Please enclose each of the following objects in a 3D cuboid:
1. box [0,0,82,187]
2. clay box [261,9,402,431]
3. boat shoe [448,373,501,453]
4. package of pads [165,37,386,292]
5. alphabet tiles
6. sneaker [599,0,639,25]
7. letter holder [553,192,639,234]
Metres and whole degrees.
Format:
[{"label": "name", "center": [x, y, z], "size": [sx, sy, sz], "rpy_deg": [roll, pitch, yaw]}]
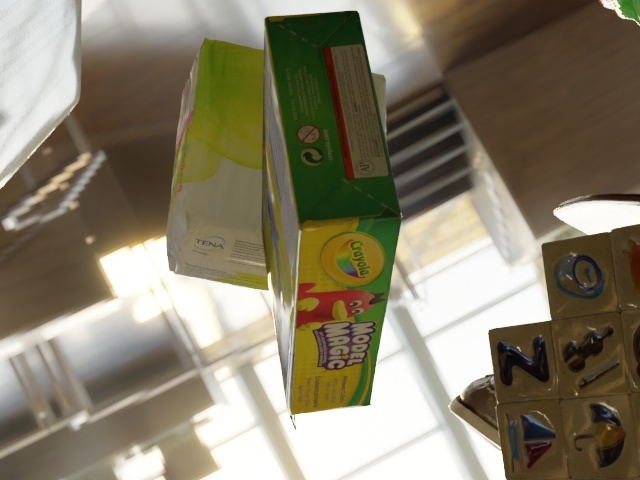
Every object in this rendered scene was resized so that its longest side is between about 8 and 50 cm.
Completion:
[{"label": "box", "center": [-0.228, -0.103, 0.669], "size": [0.181, 0.119, 0.182], "rpy_deg": [9, -153, 7]}, {"label": "clay box", "center": [0.000, 0.000, 0.725], "size": [0.053, 0.127, 0.222], "rpy_deg": [-6, 148, -6]}, {"label": "boat shoe", "center": [0.219, 0.165, 1.355], "size": [0.096, 0.116, 0.324], "rpy_deg": [-53, 156, 7]}, {"label": "package of pads", "center": [-0.046, -0.079, 1.488], "size": [0.229, 0.296, 0.101], "rpy_deg": [10, 139, -12]}, {"label": "alphabet tiles", "center": [0.261, 0.124, 0.898], "size": [0.343, 0.285, 0.011], "rpy_deg": [-12, 172, 41]}, {"label": "sneaker", "center": [0.194, -0.206, 0.308], "size": [0.202, 0.185, 0.482], "rpy_deg": [-25, 155, -28]}, {"label": "letter holder", "center": [0.312, 0.067, 1.318], "size": [0.152, 0.214, 0.302], "rpy_deg": [-61, -176, -4]}]
